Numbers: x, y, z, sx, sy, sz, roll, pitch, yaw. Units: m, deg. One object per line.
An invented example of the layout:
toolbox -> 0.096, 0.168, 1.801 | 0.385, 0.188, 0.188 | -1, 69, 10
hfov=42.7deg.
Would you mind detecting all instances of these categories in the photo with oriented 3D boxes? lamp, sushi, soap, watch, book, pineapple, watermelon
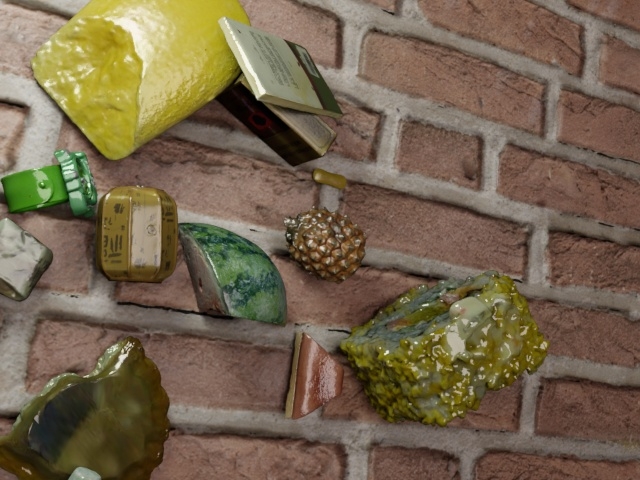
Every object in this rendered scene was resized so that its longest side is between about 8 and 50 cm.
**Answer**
lamp -> -0.358, -0.009, 1.598 | 0.161, 0.161, 0.185 | 4, 83, -28
sushi -> 0.281, 0.233, 1.803 | 0.396, 0.351, 0.240 | -29, 99, -25
soap -> 0.022, -0.142, 1.889 | 0.089, 0.012, 0.034 | 14, 79, -27
watch -> -0.511, -0.092, 1.545 | 0.152, 0.165, 0.131 | -16, 95, -4
book -> -0.074, -0.348, 1.676 | 0.289, 0.026, 0.201 | 2, 56, -56
pineapple -> 0.000, 0.000, 1.788 | 0.193, 0.166, 0.166 | 30, 73, -24
watermelon -> -0.167, 0.088, 1.703 | 0.260, 0.176, 0.256 | 8, 43, -26
soap -> -0.334, -0.379, 1.632 | 0.306, 0.115, 0.427 | 45, 72, 1

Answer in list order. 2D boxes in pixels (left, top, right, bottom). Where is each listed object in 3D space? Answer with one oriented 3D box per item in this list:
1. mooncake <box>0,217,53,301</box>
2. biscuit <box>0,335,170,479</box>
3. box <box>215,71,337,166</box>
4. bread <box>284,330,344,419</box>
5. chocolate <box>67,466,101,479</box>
mooncake -> -0.576, 0.040, 1.521 | 0.130, 0.073, 0.125 | 39, 72, -18
biscuit -> -0.435, 0.339, 1.572 | 0.329, 0.078, 0.335 | 23, 78, -29
box -> -0.096, -0.267, 1.755 | 0.240, 0.159, 0.071 | 41, 71, -21
bread -> -0.012, 0.305, 1.802 | 0.119, 0.067, 0.192 | 14, 78, -18
chocolate -> -0.484, 0.556, 1.484 | 0.110, 0.110, 0.291 | 27, 84, -24
